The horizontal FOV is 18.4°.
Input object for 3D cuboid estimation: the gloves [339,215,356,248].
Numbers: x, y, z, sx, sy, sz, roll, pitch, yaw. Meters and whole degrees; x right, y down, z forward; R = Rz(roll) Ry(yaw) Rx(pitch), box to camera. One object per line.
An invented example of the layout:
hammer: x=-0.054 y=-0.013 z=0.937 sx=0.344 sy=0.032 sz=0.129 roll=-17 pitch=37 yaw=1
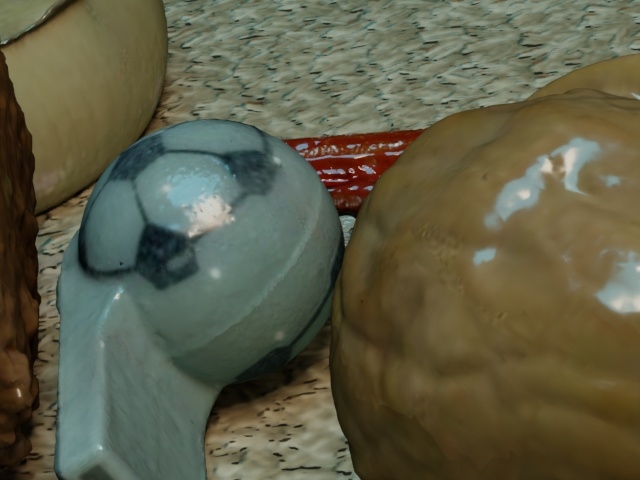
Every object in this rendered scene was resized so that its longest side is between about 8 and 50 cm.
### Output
gloves: x=0.000 y=0.002 z=1.202 sx=0.081 sy=0.037 sz=0.044 roll=14 pitch=37 yaw=25

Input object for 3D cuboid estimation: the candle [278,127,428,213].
candle: x=0.034 y=-0.035 z=1.226 sx=0.302 sy=0.059 sz=0.084 roll=-1 pitch=27 yaw=14

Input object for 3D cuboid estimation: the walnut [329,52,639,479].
walnut: x=0.143 y=0.058 z=0.884 sx=0.285 sy=0.285 sz=0.296 roll=25 pitch=8 yaw=40

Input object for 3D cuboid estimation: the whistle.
whistle: x=-0.059 y=0.029 z=1.084 sx=0.164 sy=0.163 sz=0.289 roll=-11 pitch=36 yaw=1

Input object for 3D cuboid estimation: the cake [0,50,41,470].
cake: x=-0.306 y=-0.013 z=1.071 sx=0.290 sy=0.255 sz=0.282 roll=-7 pitch=51 yaw=2

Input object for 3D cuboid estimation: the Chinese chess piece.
Chinese chess piece: x=-0.275 y=-0.134 z=1.379 sx=0.338 sy=0.140 sz=0.338 roll=-7 pitch=34 yaw=4
